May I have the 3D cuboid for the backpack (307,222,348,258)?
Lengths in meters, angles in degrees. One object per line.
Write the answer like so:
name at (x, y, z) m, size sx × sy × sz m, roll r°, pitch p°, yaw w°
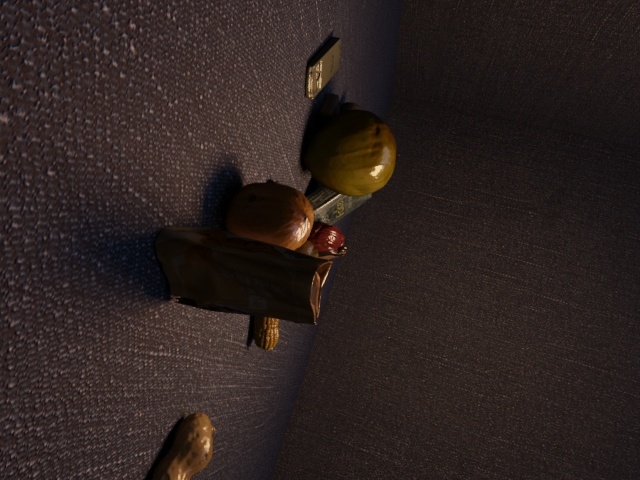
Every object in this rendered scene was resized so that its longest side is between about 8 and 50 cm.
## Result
backpack at (0.000, 0.002, 1.928) m, size 0.229 × 0.229 × 0.139 m, roll 76°, pitch 11°, yaw -71°

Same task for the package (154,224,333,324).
package at (-0.150, 0.085, 0.925) m, size 0.221 × 0.311 × 0.165 m, roll -20°, pitch 123°, yaw -79°

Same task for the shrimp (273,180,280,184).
shrimp at (-0.146, -0.054, 1.477) m, size 0.164 × 0.062 × 0.317 m, roll -68°, pitch 166°, yaw -45°

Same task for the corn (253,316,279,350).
corn at (-0.191, 0.261, 1.622) m, size 0.101 × 0.101 × 0.292 m, roll -60°, pitch 159°, yaw -55°

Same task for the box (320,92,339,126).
box at (0.042, -0.480, 1.860) m, size 0.244 × 0.055 × 0.103 m, roll 78°, pitch 30°, yaw -69°

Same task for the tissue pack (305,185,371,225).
tissue pack at (0.077, -0.180, 1.977) m, size 0.315 × 0.103 × 0.228 m, roll -35°, pitch 156°, yaw -11°

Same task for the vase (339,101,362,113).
vase at (0.106, -0.455, 2.055) m, size 0.251 × 0.156 × 0.301 m, roll 158°, pitch -55°, yaw -68°

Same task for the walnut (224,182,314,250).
walnut at (-0.124, -0.052, 1.137) m, size 0.195 × 0.221 × 0.196 m, roll -6°, pitch 97°, yaw -56°

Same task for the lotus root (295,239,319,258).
lotus root at (-0.101, 0.158, 1.820) m, size 0.267 × 0.149 × 0.260 m, roll 85°, pitch 22°, yaw -56°

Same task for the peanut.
peanut at (-0.351, 0.564, 1.160) m, size 0.263 × 0.117 × 0.101 m, roll -61°, pitch 145°, yaw -42°

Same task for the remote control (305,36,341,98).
remote control at (0.007, -0.591, 1.568) m, size 0.123 × 0.038 × 0.285 m, roll 94°, pitch 17°, yaw -45°

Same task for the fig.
fig at (0.106, -0.320, 1.733) m, size 0.343 × 0.343 × 0.344 m, roll 16°, pitch 90°, yaw -80°
